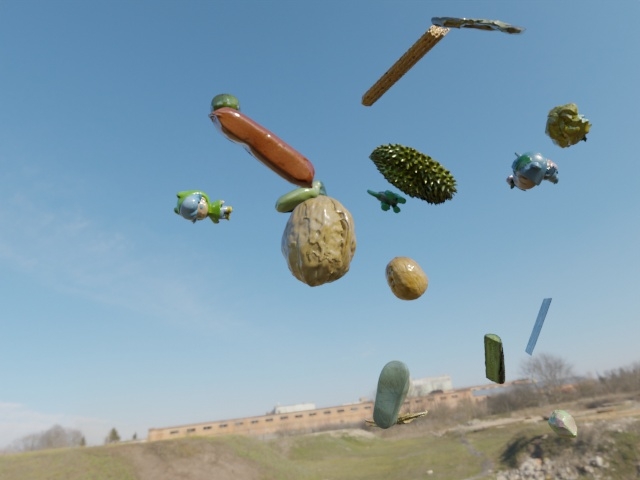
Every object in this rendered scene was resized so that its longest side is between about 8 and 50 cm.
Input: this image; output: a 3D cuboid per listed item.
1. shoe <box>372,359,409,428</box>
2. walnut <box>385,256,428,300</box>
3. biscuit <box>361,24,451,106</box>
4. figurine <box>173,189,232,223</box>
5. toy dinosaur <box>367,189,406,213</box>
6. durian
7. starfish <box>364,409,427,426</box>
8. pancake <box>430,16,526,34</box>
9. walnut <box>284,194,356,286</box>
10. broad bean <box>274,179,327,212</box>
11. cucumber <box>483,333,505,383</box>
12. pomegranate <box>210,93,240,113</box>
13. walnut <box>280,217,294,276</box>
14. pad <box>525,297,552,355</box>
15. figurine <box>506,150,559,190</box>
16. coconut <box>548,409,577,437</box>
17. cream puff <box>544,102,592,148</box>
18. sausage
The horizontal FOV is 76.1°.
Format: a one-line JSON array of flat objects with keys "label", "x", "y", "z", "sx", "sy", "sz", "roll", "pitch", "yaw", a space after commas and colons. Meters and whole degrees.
[{"label": "shoe", "x": 0.204, "y": 0.427, "z": 1.147, "sx": 0.079, "sy": 0.195, "sz": 0.078, "roll": 16, "pitch": 1, "yaw": 34}, {"label": "walnut", "x": 0.407, "y": 0.179, "z": 1.958, "sx": 0.195, "sy": 0.221, "sz": 0.195, "roll": -28, "pitch": -5, "yaw": -3}, {"label": "biscuit", "x": 0.279, "y": -0.600, "z": 1.421, "sx": 0.054, "sy": 0.094, "sz": 0.379, "roll": 45, "pitch": -40, "yaw": -10}, {"label": "figurine", "x": -0.559, "y": -0.152, "z": 1.957, "sx": 0.264, "sy": 0.143, "sz": 0.162, "roll": 11, "pitch": -57, "yaw": -19}, {"label": "toy dinosaur", "x": 0.201, "y": -0.127, "z": 1.225, "sx": 0.133, "sy": 0.096, "sz": 0.059, "roll": 17, "pitch": -69, "yaw": -10}, {"label": "durian", "x": 0.345, "y": -0.250, "z": 1.496, "sx": 0.352, "sy": 0.169, "sz": 0.158, "roll": 30, "pitch": -69, "yaw": 1}, {"label": "starfish", "x": 0.295, "y": 0.704, "z": 1.601, "sx": 0.248, "sy": 0.050, "sz": 0.138, "roll": -10, "pitch": -28, "yaw": 9}, {"label": "pancake", "x": 0.402, "y": -0.550, "z": 1.046, "sx": 0.235, "sy": 0.212, "sz": 0.029, "roll": 12, "pitch": -61, "yaw": 11}, {"label": "walnut", "x": 0.000, "y": 0.000, "z": 1.071, "sx": 0.198, "sy": 0.244, "sz": 0.198, "roll": 1, "pitch": -8, "yaw": 0}, {"label": "broad bean", "x": -0.078, "y": -0.170, "z": 1.638, "sx": 0.228, "sy": 0.100, "sz": 0.169, "roll": -15, "pitch": -7, "yaw": -32}, {"label": "cucumber", "x": 0.706, "y": 0.469, "z": 1.644, "sx": 0.062, "sy": 0.211, "sz": 0.078, "roll": -23, "pitch": 23, "yaw": -34}, {"label": "pomegranate", "x": -0.348, "y": -0.472, "z": 1.514, "sx": 0.115, "sy": 0.142, "sz": 0.114, "roll": -11, "pitch": -17, "yaw": -4}, {"label": "walnut", "x": -0.021, "y": 0.004, "z": 2.096, "sx": 0.384, "sy": 0.383, "sz": 0.383, "roll": -6, "pitch": -25, "yaw": -3}, {"label": "pad", "x": 0.854, "y": 0.335, "z": 1.606, "sx": 0.003, "sy": 0.234, "sz": 0.158, "roll": 20, "pitch": -2, "yaw": 20}, {"label": "figurine", "x": 0.664, "y": -0.202, "z": 1.278, "sx": 0.178, "sy": 0.114, "sz": 0.144, "roll": 4, "pitch": -43, "yaw": -28}, {"label": "coconut", "x": 0.786, "y": 0.596, "z": 1.330, "sx": 0.081, "sy": 0.082, "sz": 0.083, "roll": -11, "pitch": -34, "yaw": 38}, {"label": "cream puff", "x": 0.825, "y": -0.394, "z": 1.389, "sx": 0.156, "sy": 0.156, "sz": 0.121, "roll": 17, "pitch": -49, "yaw": -42}, {"label": "sausage", "x": -0.154, "y": -0.263, "z": 1.156, "sx": 0.349, "sy": 0.094, "sz": 0.097, "roll": 34, "pitch": -7, "yaw": -22}]
